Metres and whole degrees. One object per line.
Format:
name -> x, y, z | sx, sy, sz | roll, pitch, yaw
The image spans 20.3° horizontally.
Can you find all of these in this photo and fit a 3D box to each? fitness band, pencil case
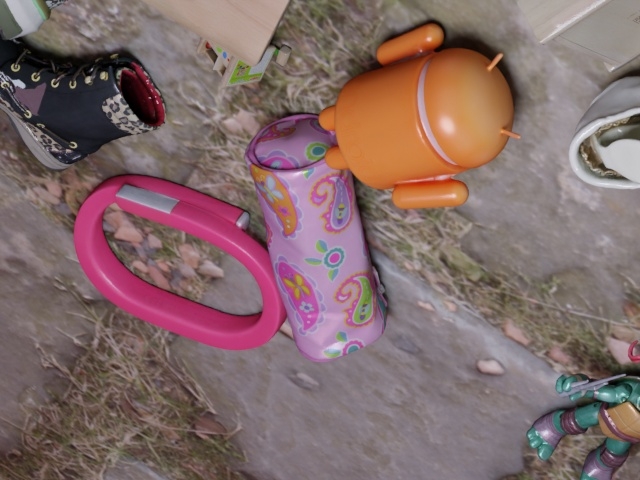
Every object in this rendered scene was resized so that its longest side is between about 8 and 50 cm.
fitness band -> -0.169, 0.027, 2.173 | 0.291, 0.054, 0.209 | 21, 137, 16
pencil case -> 0.000, 0.000, 2.002 | 0.124, 0.124, 0.284 | 6, 130, 27

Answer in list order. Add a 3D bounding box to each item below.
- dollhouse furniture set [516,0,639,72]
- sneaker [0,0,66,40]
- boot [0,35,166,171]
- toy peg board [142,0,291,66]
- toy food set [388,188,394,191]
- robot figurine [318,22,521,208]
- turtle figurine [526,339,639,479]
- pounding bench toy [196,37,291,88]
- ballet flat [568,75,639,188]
dollhouse furniture set -> 0.255, -0.349, 1.591 | 0.286, 0.198, 0.303 | -32, 74, 22
sneaker -> -0.282, -0.365, 1.790 | 0.410, 0.182, 0.158 | 89, 160, -67
boot -> -0.299, -0.193, 2.041 | 0.179, 0.085, 0.236 | -14, 124, 36
toy peg board -> -0.091, -0.294, 1.850 | 0.161, 0.079, 0.160 | 31, 120, 4
toy food set -> 0.086, -0.085, 1.942 | 0.083, 0.020, 0.082 | 21, 134, 15
robot figurine -> 0.104, -0.122, 1.825 | 0.219, 0.158, 0.128 | -13, 135, 38
turtle figurine -> 0.331, 0.206, 1.972 | 0.175, 0.118, 0.234 | 52, 151, 4
pounding bench toy -> -0.080, -0.210, 1.921 | 0.065, 0.083, 0.052 | 56, 140, 26
ballet flat -> 0.390, -0.093, 1.617 | 0.400, 0.139, 0.139 | -2, 126, 48
